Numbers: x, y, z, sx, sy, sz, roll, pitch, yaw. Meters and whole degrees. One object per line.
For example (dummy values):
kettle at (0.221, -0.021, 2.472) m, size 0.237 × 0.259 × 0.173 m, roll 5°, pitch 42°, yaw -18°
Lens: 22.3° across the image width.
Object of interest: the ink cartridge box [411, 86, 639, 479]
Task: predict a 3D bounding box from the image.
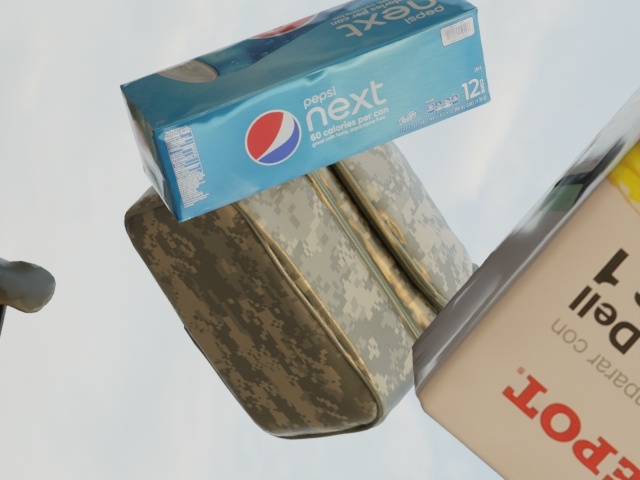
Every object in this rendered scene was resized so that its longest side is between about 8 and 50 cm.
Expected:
ink cartridge box at (0.195, 0.014, 0.604) m, size 0.278 × 0.201 × 0.117 m, roll -49°, pitch -179°, yaw 6°

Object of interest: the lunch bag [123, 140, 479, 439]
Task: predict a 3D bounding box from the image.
lunch bag at (0.000, 0.000, 1.557) m, size 0.212 × 0.256 × 0.305 m, roll -19°, pitch -69°, yaw 50°

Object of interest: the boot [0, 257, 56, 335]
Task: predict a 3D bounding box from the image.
boot at (-0.169, 0.066, 0.457) m, size 0.077 × 0.137 × 0.198 m, roll -85°, pitch -162°, yaw -58°

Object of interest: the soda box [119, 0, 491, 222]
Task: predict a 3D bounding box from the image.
soda box at (-0.008, -0.089, 0.981) m, size 0.071 × 0.210 × 0.067 m, roll -130°, pitch -157°, yaw -54°
